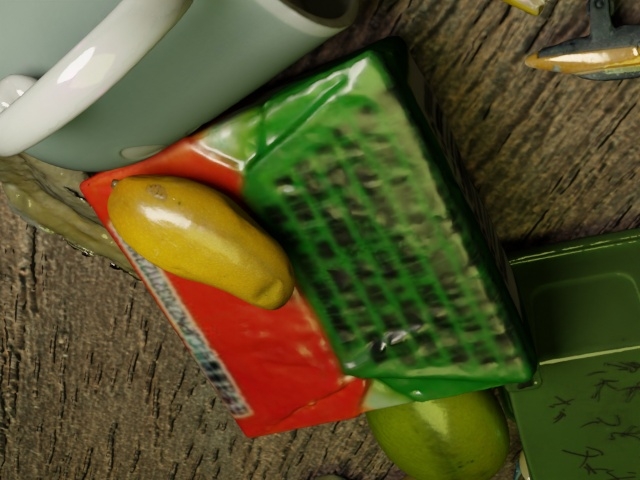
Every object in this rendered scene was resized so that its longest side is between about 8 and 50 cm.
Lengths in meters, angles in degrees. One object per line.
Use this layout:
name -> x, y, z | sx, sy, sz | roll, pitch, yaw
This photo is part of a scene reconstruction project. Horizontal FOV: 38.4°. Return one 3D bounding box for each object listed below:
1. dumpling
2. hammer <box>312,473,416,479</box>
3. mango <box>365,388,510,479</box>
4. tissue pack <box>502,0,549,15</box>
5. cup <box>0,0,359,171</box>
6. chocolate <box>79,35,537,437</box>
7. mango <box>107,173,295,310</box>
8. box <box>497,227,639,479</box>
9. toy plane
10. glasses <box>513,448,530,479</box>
dumpling -> -0.256, -0.053, 0.999 | 0.166, 0.086, 0.332 | 4, 146, 40
hammer -> 0.123, 0.379, 1.359 | 0.305, 0.113, 0.202 | -39, 122, 22
mango -> 0.140, 0.213, 1.133 | 0.149, 0.185, 0.273 | -42, 146, -12
tissue pack -> 0.075, -0.302, 0.687 | 0.270, 0.192, 0.134 | 23, 127, -15
cup -> -0.159, -0.177, 0.707 | 0.274, 0.357, 0.259 | -30, 118, 29
chocolate -> 0.000, 0.000, 0.930 | 0.341, 0.161, 0.360 | -17, 116, 26
mango -> -0.103, -0.001, 0.817 | 0.190, 0.075, 0.098 | 32, 142, -8
box -> 0.325, 0.161, 1.090 | 0.252, 0.178, 0.329 | -11, 130, 15
toy plane -> 0.347, -0.192, 0.830 | 0.316, 0.204, 0.103 | 6, 93, 20
glasses -> 0.370, 0.371, 1.331 | 0.189, 0.088, 0.221 | 2, 132, 2
